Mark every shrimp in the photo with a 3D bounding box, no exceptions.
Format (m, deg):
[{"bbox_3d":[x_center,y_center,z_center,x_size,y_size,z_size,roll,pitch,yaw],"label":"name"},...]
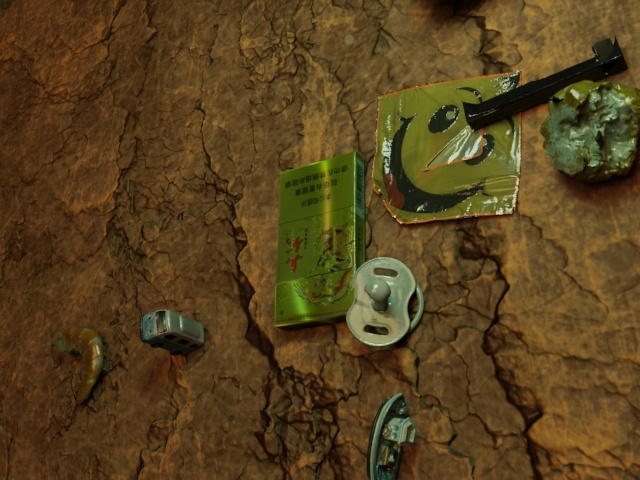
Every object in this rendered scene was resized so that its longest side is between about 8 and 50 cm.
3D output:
[{"bbox_3d":[-0.532,0.273,1.583,0.161,0.049,0.166,-2,77,33],"label":"shrimp"}]

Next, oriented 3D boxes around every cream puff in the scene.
[{"bbox_3d":[0.406,-0.163,1.059,0.156,0.156,0.121,-53,8,5],"label":"cream puff"}]

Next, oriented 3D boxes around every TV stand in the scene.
[{"bbox_3d":[0.356,-0.253,1.171,0.256,0.040,0.049,-20,60,26],"label":"TV stand"}]

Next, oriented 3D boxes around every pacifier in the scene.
[{"bbox_3d":[0.103,0.094,1.161,0.126,0.117,0.151,15,74,13],"label":"pacifier"}]

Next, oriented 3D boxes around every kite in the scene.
[{"bbox_3d":[0.224,-0.175,1.251,0.327,0.013,0.378,-44,52,10],"label":"kite"}]

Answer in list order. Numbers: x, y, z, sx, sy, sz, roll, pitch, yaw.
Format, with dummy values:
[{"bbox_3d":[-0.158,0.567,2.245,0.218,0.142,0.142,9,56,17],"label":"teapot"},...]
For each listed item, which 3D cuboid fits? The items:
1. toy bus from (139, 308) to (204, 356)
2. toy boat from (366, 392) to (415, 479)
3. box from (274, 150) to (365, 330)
[{"bbox_3d":[-0.283,0.175,1.393,0.074,0.123,0.060,-24,58,21],"label":"toy bus"},{"bbox_3d":[0.111,0.301,1.095,0.066,0.059,0.140,-6,65,46],"label":"toy boat"},{"bbox_3d":[0.000,0.000,1.316,0.172,0.043,0.312,-13,64,30],"label":"box"}]
